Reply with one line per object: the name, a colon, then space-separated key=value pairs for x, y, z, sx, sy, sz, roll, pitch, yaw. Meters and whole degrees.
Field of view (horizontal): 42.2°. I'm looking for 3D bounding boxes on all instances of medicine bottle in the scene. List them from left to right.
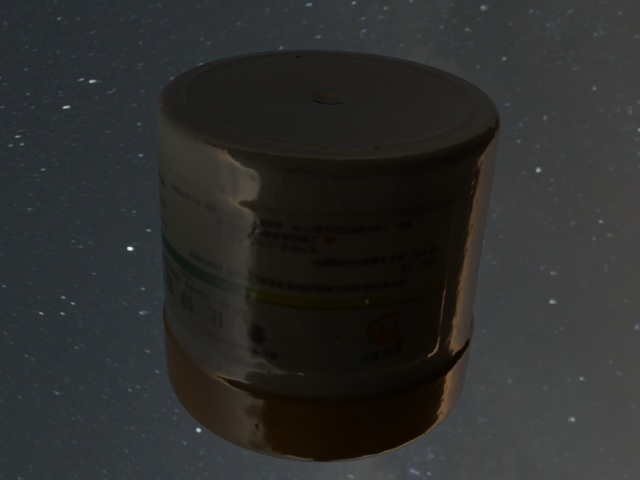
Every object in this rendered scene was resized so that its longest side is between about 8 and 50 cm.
medicine bottle: x=0.000 y=0.000 z=0.612 sx=0.238 sy=0.238 sz=0.231 roll=-19 pitch=-55 yaw=-33
